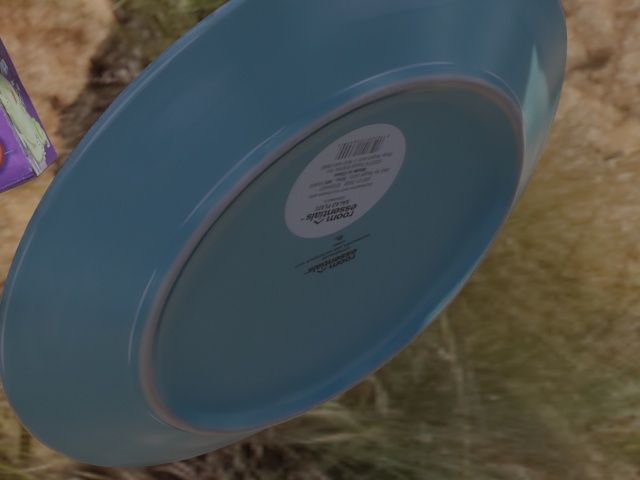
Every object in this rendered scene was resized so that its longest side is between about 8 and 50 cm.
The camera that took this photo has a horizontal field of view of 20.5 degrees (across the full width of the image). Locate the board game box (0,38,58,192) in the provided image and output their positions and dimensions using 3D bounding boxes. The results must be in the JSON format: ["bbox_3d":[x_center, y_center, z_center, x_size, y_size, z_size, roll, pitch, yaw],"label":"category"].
[{"bbox_3d":[-0.320,-0.060,0.812,0.346,0.056,0.208,-22,99,11],"label":"board game box"}]

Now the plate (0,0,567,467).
[{"bbox_3d":[0.000,0.000,0.480,0.188,0.188,0.024,-24,55,-27],"label":"plate"}]
